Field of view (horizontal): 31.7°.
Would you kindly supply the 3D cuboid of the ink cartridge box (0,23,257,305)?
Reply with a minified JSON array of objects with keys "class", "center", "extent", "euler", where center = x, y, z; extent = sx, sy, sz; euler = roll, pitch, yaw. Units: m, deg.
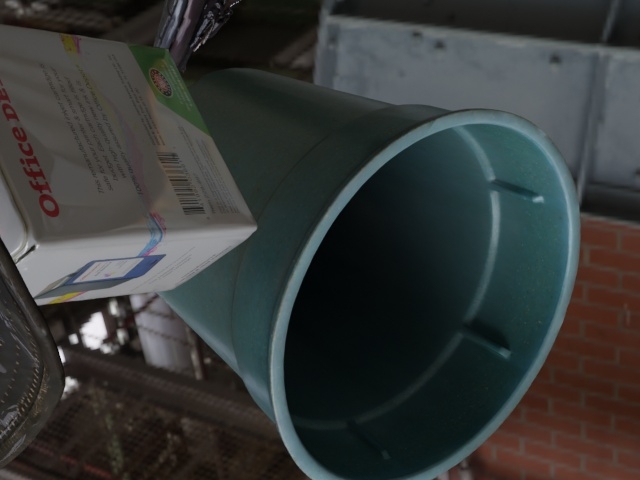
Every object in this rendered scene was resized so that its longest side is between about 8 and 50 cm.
[{"class":"ink cartridge box","center":[-0.160,-0.046,0.712],"extent":[0.093,0.154,0.212],"euler":[-34,166,27]}]

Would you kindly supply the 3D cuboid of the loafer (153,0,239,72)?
[{"class":"loafer","center":[-0.101,-0.289,1.191],"extent":[0.095,0.302,0.109],"euler":[14,-136,-15]}]

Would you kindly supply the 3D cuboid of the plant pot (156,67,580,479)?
[{"class":"plant pot","center":[0.000,0.000,1.039],"extent":[0.341,0.341,0.334],"euler":[-27,-144,-28]}]

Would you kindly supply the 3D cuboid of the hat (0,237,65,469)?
[{"class":"hat","center":[-0.256,0.002,0.398],"extent":[0.331,0.331,0.134],"euler":[11,-139,27]}]
